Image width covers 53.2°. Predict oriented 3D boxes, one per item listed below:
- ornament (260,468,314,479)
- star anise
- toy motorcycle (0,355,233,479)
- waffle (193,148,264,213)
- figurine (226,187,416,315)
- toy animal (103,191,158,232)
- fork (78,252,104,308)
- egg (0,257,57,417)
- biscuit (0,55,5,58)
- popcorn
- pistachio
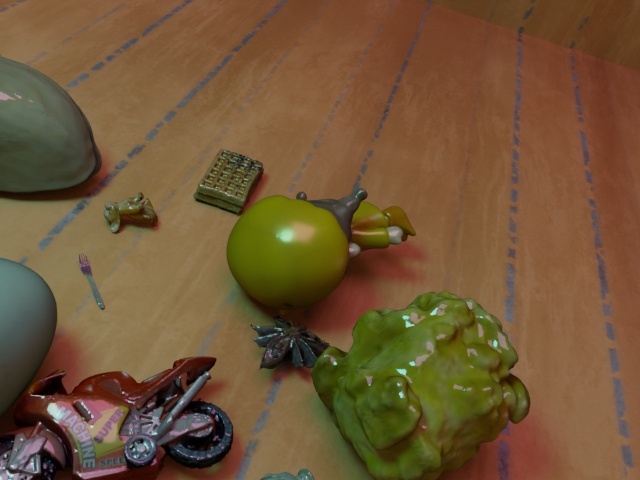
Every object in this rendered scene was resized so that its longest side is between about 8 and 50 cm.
[{"bbox_3d":[-0.049,0.318,0.793,0.068,0.041,0.092,29,31,5],"label":"ornament"},{"bbox_3d":[-0.055,0.160,0.956,0.124,0.056,0.129,28,26,16],"label":"star anise"},{"bbox_3d":[-0.257,0.225,0.786,0.298,0.089,0.171,-5,43,-25],"label":"toy motorcycle"},{"bbox_3d":[-0.175,-0.117,1.249,0.102,0.042,0.148,18,39,1],"label":"waffle"},{"bbox_3d":[0.000,0.000,1.078,0.343,0.215,0.187,-21,96,-50],"label":"figurine"},{"bbox_3d":[-0.335,-0.044,1.113,0.083,0.081,0.060,-24,53,8],"label":"toy animal"},{"bbox_3d":[-0.358,0.065,1.001,0.016,0.012,0.115,-16,54,-28],"label":"fork"},{"bbox_3d":[-0.459,0.140,0.707,0.230,0.230,0.371,29,37,14],"label":"egg"},{"bbox_3d":[-0.727,-0.352,1.321,0.252,0.052,0.150,34,46,22],"label":"biscuit"},{"bbox_3d":[0.133,0.189,0.859,0.250,0.235,0.242,-23,54,-16],"label":"popcorn"},{"bbox_3d":[-0.540,-0.193,1.098,0.331,0.208,0.226,18,82,-21],"label":"pistachio"}]
